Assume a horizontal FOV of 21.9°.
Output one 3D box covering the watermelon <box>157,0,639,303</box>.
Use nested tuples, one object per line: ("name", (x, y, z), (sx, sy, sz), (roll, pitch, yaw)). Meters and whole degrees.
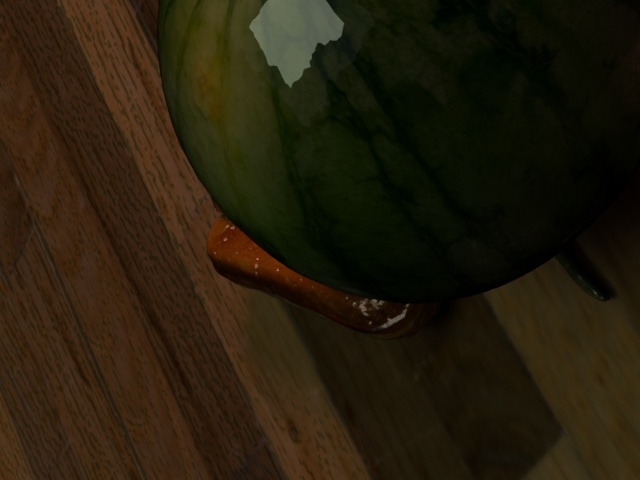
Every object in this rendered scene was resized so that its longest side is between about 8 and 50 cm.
("watermelon", (0.039, -0.069, 0.609), (0.188, 0.214, 0.188), (-14, 61, 26))

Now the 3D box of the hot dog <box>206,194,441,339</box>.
("hot dog", (0.000, 0.000, 0.774), (0.165, 0.045, 0.071), (18, 107, 52))
